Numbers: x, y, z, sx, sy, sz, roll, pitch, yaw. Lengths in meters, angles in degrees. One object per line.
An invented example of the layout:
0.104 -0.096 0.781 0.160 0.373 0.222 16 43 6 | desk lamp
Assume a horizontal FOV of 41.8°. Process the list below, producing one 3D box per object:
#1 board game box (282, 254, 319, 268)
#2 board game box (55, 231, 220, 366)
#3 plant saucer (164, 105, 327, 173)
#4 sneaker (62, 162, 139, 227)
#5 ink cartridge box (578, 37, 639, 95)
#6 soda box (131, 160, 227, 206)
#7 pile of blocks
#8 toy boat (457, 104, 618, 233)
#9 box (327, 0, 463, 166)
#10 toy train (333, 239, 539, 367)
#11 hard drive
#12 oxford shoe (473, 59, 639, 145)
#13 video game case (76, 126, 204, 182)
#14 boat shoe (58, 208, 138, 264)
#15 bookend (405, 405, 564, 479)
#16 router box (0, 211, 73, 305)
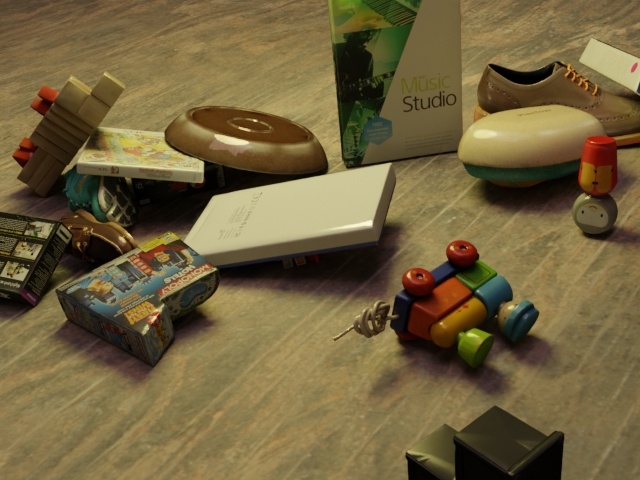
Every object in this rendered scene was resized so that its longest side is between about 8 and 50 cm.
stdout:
0.000 0.000 1.310 0.168 0.033 0.133 -11 27 13 | board game box
-0.243 0.087 1.185 0.194 0.060 0.194 -29 39 -25 | board game box
-0.134 -0.197 1.570 0.310 0.050 0.310 10 22 -4 | plant saucer
-0.398 -0.081 1.498 0.110 0.107 0.275 -32 30 -5 | sneaker
0.625 -0.292 1.561 0.175 0.069 0.371 20 22 -10 | ink cartridge box
-0.261 -0.114 1.542 0.168 0.053 0.060 -13 30 -13 | soda box
-0.466 -0.224 1.517 0.362 0.112 0.149 -35 27 44 | pile of blocks
0.377 -0.124 1.383 0.267 0.148 0.318 -10 23 -16 | toy boat
0.141 -0.304 1.529 0.232 0.322 0.058 -10 27 -5 | box
0.153 0.111 1.058 0.248 0.105 0.143 -29 51 -34 | toy train
-0.050 -0.036 1.325 0.318 0.040 0.210 -9 28 19 | hard drive
0.475 -0.261 1.573 0.363 0.133 0.130 6 31 11 | oxford shoe
-0.309 -0.155 1.483 0.206 0.026 0.227 4 22 -9 | video game case
-0.366 0.006 1.347 0.073 0.073 0.207 -32 32 -34 | boat shoe
0.144 0.222 0.801 0.072 0.157 0.156 -27 37 -32 | bookend
-0.495 0.023 1.313 0.178 0.046 0.133 9 60 24 | router box
